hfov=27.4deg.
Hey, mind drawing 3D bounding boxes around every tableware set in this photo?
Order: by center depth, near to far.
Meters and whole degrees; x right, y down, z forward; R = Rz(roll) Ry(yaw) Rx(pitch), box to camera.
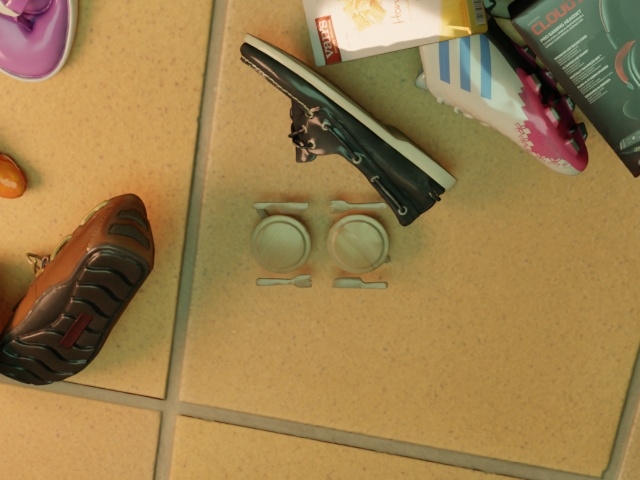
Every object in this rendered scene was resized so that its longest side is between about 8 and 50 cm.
[{"bbox_3d":[0.000,0.000,1.828,0.194,0.039,0.128,1,108,6],"label":"tableware set"}]

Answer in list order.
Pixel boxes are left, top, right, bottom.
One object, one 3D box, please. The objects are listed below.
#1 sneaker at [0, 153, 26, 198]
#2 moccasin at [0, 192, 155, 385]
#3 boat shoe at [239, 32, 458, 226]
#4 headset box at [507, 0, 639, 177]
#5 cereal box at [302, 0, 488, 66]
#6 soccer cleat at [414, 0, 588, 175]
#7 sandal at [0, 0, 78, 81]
[{"bbox_3d":[-0.490,-0.109,1.823,0.175,0.067,0.064,33,109,-9],"label":"sneaker"},{"bbox_3d":[-0.352,0.073,1.842,0.139,0.147,0.380,21,132,-19],"label":"moccasin"},{"bbox_3d":[0.017,-0.138,1.726,0.340,0.127,0.113,34,99,-17],"label":"boat shoe"},{"bbox_3d":[0.390,-0.263,1.645,0.218,0.110,0.293,-37,103,17],"label":"headset box"},{"bbox_3d":[0.081,-0.318,1.621,0.240,0.047,0.173,-7,98,37],"label":"cereal box"},{"bbox_3d":[0.212,-0.203,1.699,0.143,0.116,0.331,-34,100,29],"label":"soccer cleat"},{"bbox_3d":[-0.413,-0.390,1.672,0.169,0.102,0.416,2,118,6],"label":"sandal"}]
